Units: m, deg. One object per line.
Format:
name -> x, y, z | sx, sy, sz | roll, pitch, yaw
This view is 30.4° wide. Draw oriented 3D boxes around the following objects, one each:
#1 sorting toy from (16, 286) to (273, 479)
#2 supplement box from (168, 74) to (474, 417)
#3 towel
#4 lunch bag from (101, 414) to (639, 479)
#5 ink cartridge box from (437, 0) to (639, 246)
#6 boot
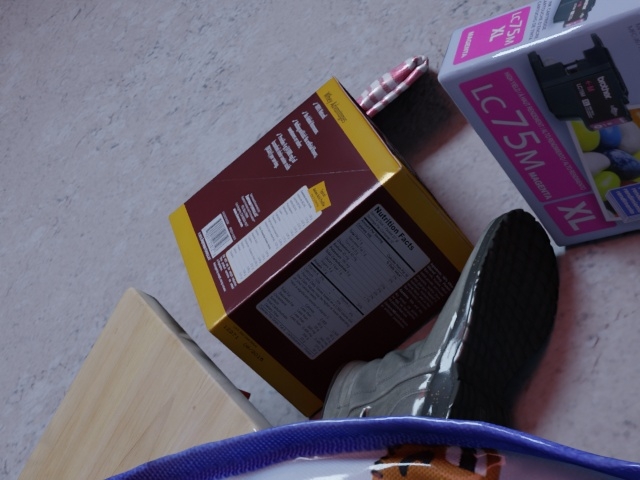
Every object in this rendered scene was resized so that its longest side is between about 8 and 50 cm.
sorting toy -> -0.131, 0.206, 0.896 | 0.257, 0.089, 0.255 | -60, 35, 5
supplement box -> 0.000, 0.000, 0.985 | 0.194, 0.129, 0.191 | -40, 33, 7
towel -> 0.022, -0.115, 1.124 | 0.197, 0.029, 0.144 | -39, 6, 6
lunch bag -> 0.063, 0.231, 0.477 | 0.385, 0.328, 0.239 | -22, 45, 30
ink cartridge box -> 0.255, -0.101, 0.771 | 0.311, 0.186, 0.065 | -16, 39, 35
boot -> 0.071, 0.086, 0.864 | 0.161, 0.083, 0.247 | -14, 42, 46
